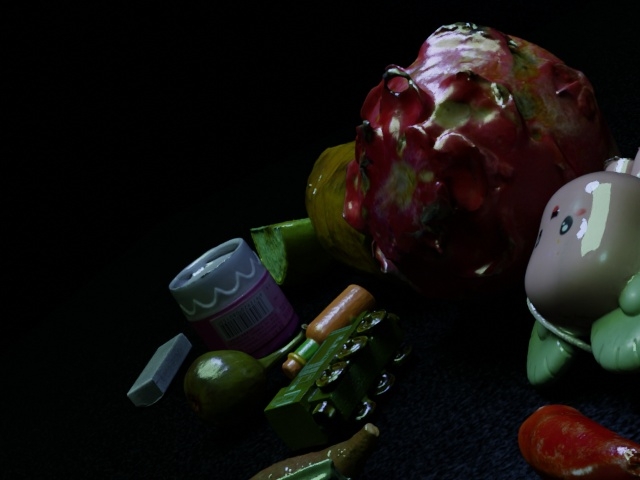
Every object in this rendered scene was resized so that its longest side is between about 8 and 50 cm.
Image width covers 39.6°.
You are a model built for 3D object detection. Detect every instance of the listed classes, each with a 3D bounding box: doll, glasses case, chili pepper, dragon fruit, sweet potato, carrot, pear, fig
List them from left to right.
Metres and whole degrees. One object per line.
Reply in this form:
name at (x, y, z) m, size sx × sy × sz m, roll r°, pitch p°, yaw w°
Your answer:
glasses case at (-0.324, 0.265, 1.814) m, size 0.071 × 0.047 × 0.205 m, roll -33°, pitch 13°, yaw 18°
fig at (-0.108, 0.202, 1.408) m, size 0.236 × 0.124 × 0.124 m, roll -34°, pitch 12°, yaw -34°
sweet potato at (-0.050, 0.295, 1.047) m, size 0.314 × 0.066 × 0.072 m, roll -29°, pitch 6°, yaw 24°
pear at (0.002, 0.004, 1.857) m, size 0.239 × 0.139 × 0.288 m, roll -20°, pitch 5°, yaw -17°
carrot at (0.119, -0.049, 1.523) m, size 0.241 × 0.241 × 0.341 m, roll -34°, pitch 16°, yaw -10°
dragon fruit at (0.179, -0.068, 1.154) m, size 0.249 × 0.371 × 0.386 m, roll -31°, pitch -9°, yaw -39°
chili pepper at (0.216, 0.179, 0.768) m, size 0.071 × 0.063 × 0.272 m, roll -46°, pitch -4°, yaw -5°
doll at (0.330, 0.038, 0.933) m, size 0.268 × 0.216 × 0.284 m, roll -63°, pitch 6°, yaw -18°

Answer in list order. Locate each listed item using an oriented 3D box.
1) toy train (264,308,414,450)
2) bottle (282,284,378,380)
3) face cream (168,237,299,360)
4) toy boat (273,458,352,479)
toy train at (0.031, 0.183, 1.216) m, size 0.137 × 0.090 × 0.225 m, roll -25°, pitch 15°, yaw 42°
bottle at (0.012, 0.152, 1.418) m, size 0.187 × 0.069 × 0.069 m, roll -42°, pitch 16°, yaw -25°
face cream at (-0.159, 0.118, 1.643) m, size 0.175 × 0.195 × 0.175 m, roll -29°, pitch 14°, yaw 8°
toy boat at (-0.098, 0.326, 0.991) m, size 0.293 × 0.093 × 0.055 m, roll -28°, pitch 32°, yaw 19°
